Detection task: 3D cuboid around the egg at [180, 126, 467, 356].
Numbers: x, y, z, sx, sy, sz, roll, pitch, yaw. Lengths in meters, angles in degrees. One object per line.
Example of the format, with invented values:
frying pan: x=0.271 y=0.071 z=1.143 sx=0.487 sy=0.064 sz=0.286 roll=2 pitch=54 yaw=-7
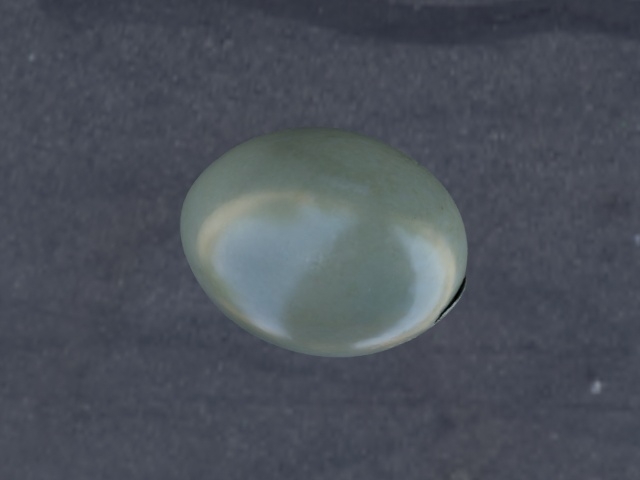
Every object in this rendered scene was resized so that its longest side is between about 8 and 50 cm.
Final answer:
egg: x=0.000 y=0.000 z=1.302 sx=0.253 sy=0.186 sz=0.186 roll=16 pitch=143 yaw=23
